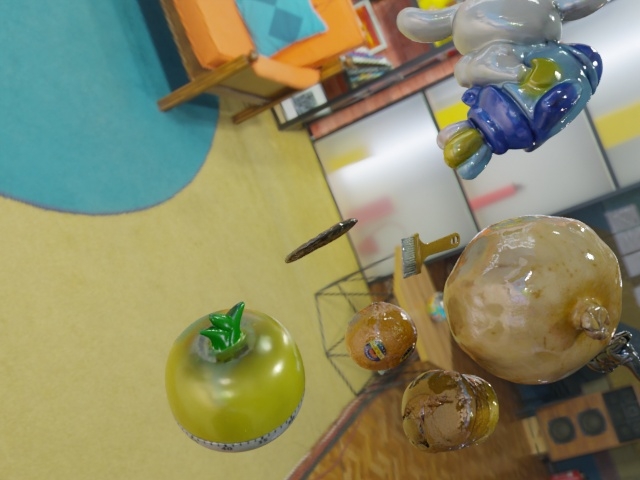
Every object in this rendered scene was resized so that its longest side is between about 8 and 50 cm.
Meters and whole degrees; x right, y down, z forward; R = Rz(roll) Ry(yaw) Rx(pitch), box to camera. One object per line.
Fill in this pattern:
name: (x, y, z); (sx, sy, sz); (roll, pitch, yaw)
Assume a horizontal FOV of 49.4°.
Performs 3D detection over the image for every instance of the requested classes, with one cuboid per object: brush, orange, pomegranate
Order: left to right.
orange: (0.144, 0.232, 1.675); (0.155, 0.177, 0.177); (55, 23, -4)
brush: (0.285, 0.020, 1.772); (0.272, 0.013, 0.103); (-16, 105, -47)
pomegranate: (0.495, 0.133, 1.582); (0.411, 0.411, 0.411); (49, 28, -39)

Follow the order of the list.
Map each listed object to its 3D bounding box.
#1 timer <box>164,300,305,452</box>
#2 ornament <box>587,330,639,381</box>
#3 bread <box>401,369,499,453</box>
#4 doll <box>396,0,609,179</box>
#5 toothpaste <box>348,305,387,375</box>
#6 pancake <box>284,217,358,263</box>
timer: (-0.161, 0.221, 1.270); (0.285, 0.285, 0.285); (49, 28, -39)
ornament: (0.801, 0.363, 1.788); (0.236, 0.080, 0.202); (52, -24, 13)
bread: (0.303, 0.415, 1.690); (0.143, 0.270, 0.195); (10, 66, -31)
doll: (0.340, -0.289, 1.204); (0.187, 0.376, 0.365); (16, 66, -54)
toothpaste: (0.153, 0.277, 1.966); (0.071, 0.089, 0.313); (48, 2, -14)
pancake: (0.001, 0.001, 1.562); (0.021, 0.199, 0.199); (60, 21, 5)
